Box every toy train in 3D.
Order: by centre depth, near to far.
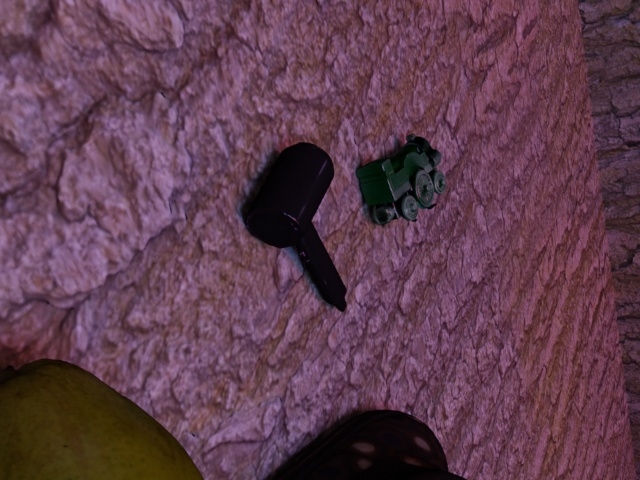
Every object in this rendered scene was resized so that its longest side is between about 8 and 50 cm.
[{"bbox_3d":[0.125,-0.091,1.066,0.178,0.071,0.105,-39,112,-48],"label":"toy train"}]

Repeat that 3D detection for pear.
[{"bbox_3d":[-0.176,0.216,0.495,0.212,0.212,0.269,-19,94,-55],"label":"pear"}]

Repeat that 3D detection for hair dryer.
[{"bbox_3d":[0.000,0.001,0.883,0.114,0.070,0.248,-65,144,-31],"label":"hair dryer"}]

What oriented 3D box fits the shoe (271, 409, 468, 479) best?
[{"bbox_3d":[0.100,0.331,0.886,0.384,0.237,0.172,-7,97,-56],"label":"shoe"}]
